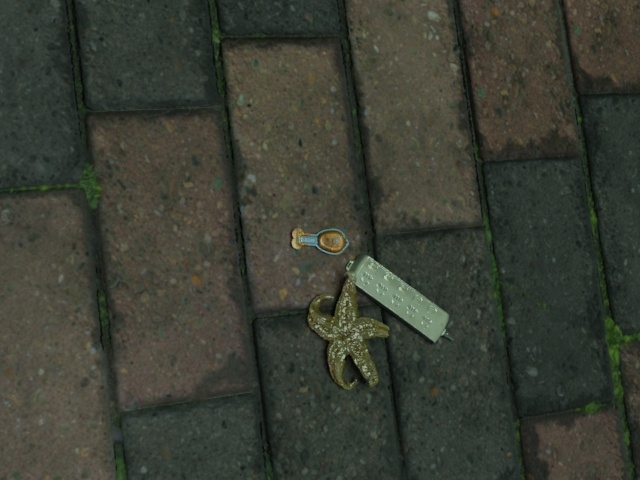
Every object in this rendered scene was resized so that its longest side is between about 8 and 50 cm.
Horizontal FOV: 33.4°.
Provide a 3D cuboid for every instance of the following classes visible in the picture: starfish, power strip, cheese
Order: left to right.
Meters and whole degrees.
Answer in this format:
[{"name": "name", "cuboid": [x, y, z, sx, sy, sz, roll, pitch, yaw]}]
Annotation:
[{"name": "cheese", "cuboid": [0.000, 0.000, 1.902, 0.111, 0.017, 0.047, 4, 78, -22]}, {"name": "starfish", "cuboid": [0.052, 0.158, 1.877, 0.150, 0.053, 0.209, 3, 85, -15]}, {"name": "power strip", "cuboid": [0.151, 0.114, 1.943, 0.253, 0.027, 0.060, 36, 71, -14]}]
